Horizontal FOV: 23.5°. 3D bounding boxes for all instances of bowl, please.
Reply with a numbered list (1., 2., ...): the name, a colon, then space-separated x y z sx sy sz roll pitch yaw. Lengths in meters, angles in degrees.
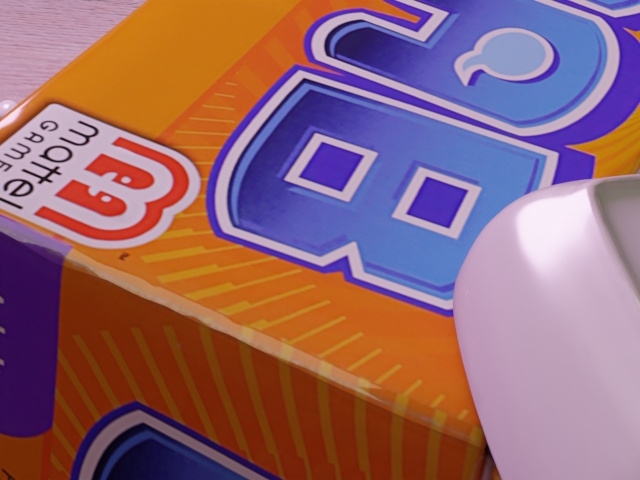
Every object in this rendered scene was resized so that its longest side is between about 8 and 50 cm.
1. bowl: 0.113 0.032 0.379 0.142 0.053 0.142 -1 43 -14

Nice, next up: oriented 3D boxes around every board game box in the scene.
1. board game box: 0.090 0.093 0.622 0.356 0.356 0.356 23 41 14

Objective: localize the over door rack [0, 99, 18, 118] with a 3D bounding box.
1. over door rack: -0.270 -0.014 1.245 0.324 0.108 0.239 -17 31 -10
